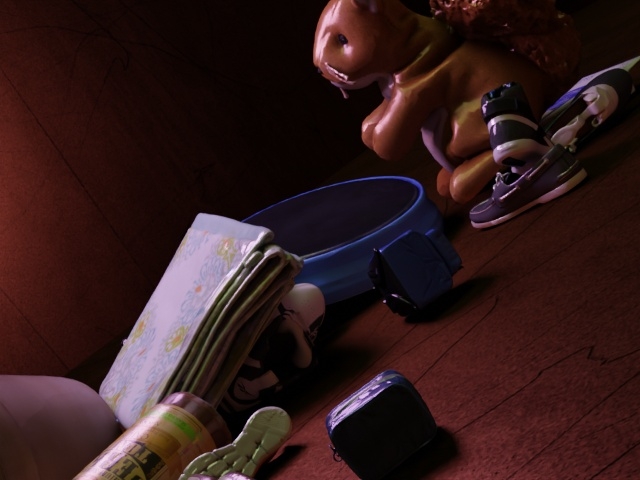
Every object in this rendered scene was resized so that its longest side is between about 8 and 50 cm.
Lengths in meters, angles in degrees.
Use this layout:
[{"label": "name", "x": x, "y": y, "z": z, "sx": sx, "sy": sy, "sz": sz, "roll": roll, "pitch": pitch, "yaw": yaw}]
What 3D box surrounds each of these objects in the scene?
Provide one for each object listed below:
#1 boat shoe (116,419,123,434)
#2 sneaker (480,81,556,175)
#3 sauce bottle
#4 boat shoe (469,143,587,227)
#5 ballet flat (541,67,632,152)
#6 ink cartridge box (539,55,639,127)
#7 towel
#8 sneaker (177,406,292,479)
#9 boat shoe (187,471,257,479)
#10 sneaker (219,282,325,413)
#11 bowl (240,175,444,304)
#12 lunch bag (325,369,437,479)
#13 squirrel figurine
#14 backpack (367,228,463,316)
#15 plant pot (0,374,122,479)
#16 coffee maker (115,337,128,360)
[{"label": "boat shoe", "x": -0.405, "y": 0.325, "z": 2.076, "sx": 0.109, "sy": 0.089, "sz": 0.258, "roll": -38, "pitch": 8, "yaw": -29}, {"label": "sneaker", "x": 0.288, "y": -0.163, "z": 1.776, "sx": 0.079, "sy": 0.121, "sz": 0.217, "roll": -18, "pitch": -12, "yaw": 20}, {"label": "sauce bottle", "x": -0.234, "y": 0.302, "z": 1.377, "sx": 0.111, "sy": 0.111, "sz": 0.344, "roll": -28, "pitch": 11, "yaw": 44}, {"label": "boat shoe", "x": 0.277, "y": -0.077, "z": 1.736, "sx": 0.206, "sy": 0.065, "sz": 0.075, "roll": -27, "pitch": 11, "yaw": 48}, {"label": "ballet flat", "x": 0.398, "y": -0.184, "z": 1.891, "sx": 0.203, "sy": 0.074, "sz": 0.074, "roll": -40, "pitch": 7, "yaw": 3}, {"label": "ink cartridge box", "x": 0.428, "y": -0.220, "z": 2.075, "sx": 0.208, "sy": 0.045, "sz": 0.206, "roll": -39, "pitch": 8, "yaw": -16}, {"label": "towel", "x": -0.180, "y": 0.120, "z": 1.712, "sx": 0.321, "sy": 0.090, "sz": 0.374, "roll": -58, "pitch": 18, "yaw": -7}, {"label": "sneaker", "x": -0.092, "y": 0.250, "z": 1.360, "sx": 0.158, "sy": 0.061, "sz": 0.065, "roll": -36, "pitch": -20, "yaw": -22}, {"label": "boat shoe", "x": -0.083, "y": 0.263, "z": 1.077, "sx": 0.095, "sy": 0.095, "sz": 0.257, "roll": -52, "pitch": 7, "yaw": -20}, {"label": "sneaker", "x": -0.036, "y": 0.130, "z": 1.678, "sx": 0.235, "sy": 0.094, "sz": 0.153, "roll": -40, "pitch": 11, "yaw": -39}, {"label": "bowl", "x": 0.000, "y": 0.000, "z": 1.975, "sx": 0.391, "sy": 0.077, "sz": 0.391, "roll": -17, "pitch": 18, "yaw": 6}, {"label": "lunch bag", "x": 0.051, "y": 0.168, "z": 1.124, "sx": 0.098, "sy": 0.067, "sz": 0.065, "roll": -35, "pitch": 7, "yaw": 2}, {"label": "squirrel figurine", "x": 0.196, "y": -0.302, "z": 1.972, "sx": 0.397, "sy": 0.370, "sz": 0.281, "roll": -47, "pitch": 1, "yaw": 11}, {"label": "backpack", "x": 0.119, "y": 0.043, "z": 1.562, "sx": 0.101, "sy": 0.098, "sz": 0.120, "roll": -27, "pitch": -8, "yaw": -15}, {"label": "plant pot", "x": -0.410, "y": 0.300, "z": 1.589, "sx": 0.323, "sy": 0.323, "sz": 0.280, "roll": -30, "pitch": -9, "yaw": 31}, {"label": "coffee maker", "x": -0.277, "y": 0.215, "z": 2.221, "sx": 0.171, "sy": 0.120, "sz": 0.178, "roll": -12, "pitch": 3, "yaw": -14}]
